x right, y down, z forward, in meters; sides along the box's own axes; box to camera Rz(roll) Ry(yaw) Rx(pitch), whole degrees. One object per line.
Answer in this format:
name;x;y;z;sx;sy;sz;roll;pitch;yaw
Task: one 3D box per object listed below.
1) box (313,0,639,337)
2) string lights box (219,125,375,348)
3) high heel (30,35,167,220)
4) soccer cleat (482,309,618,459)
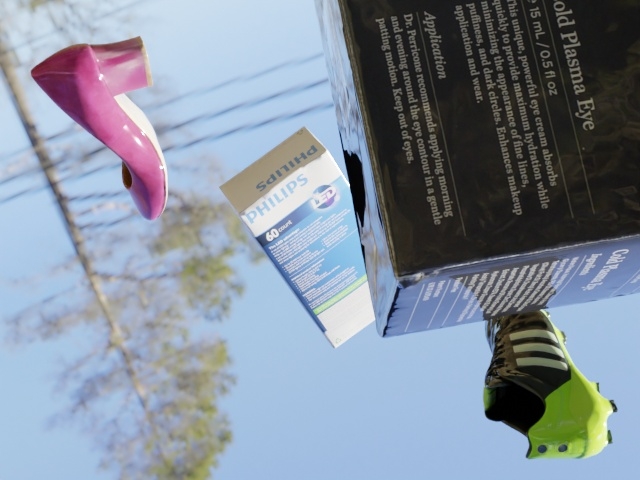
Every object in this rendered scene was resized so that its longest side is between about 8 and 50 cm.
box;0.163;-0.137;0.914;0.312;0.343;0.179;-9;165;-3
string lights box;0.000;0.000;1.709;0.133;0.260;0.077;-35;-143;-2
high heel;-0.227;-0.103;1.436;0.117;0.244;0.082;-15;-128;-13
soccer cleat;0.139;0.092;0.949;0.072;0.060;0.179;-6;-155;-13
